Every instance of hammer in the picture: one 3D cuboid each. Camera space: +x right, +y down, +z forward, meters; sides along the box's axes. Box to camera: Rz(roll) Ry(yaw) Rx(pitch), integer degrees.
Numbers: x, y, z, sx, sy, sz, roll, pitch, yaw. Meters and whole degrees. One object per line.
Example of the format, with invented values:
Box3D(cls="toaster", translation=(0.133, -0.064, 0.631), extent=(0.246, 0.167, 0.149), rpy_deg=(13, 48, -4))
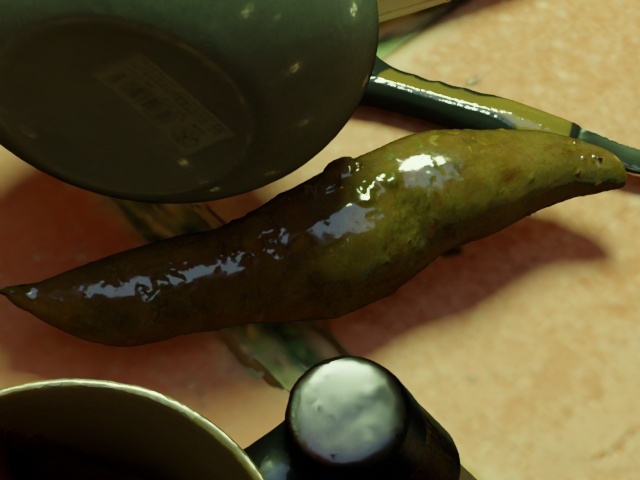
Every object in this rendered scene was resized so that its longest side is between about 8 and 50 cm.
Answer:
Box3D(cls="hammer", translation=(0.106, -0.044, 0.813), extent=(0.201, 0.021, 0.078), rpy_deg=(16, 60, 4))

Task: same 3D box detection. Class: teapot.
Box3D(cls="teapot", translation=(-0.059, -0.147, 0.738), extent=(0.183, 0.183, 0.251), rpy_deg=(9, 54, 0))

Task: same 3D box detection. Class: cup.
Box3D(cls="cup", translation=(-0.067, 0.117, 0.616), extent=(0.166, 0.177, 0.239), rpy_deg=(27, 61, 10))

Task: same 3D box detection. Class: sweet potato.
Box3D(cls="sweet potato", translation=(0.000, 0.000, 0.753), extent=(0.274, 0.067, 0.067), rpy_deg=(-16, 63, -12))

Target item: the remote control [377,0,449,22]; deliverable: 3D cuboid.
Box3D(cls="remote control", translation=(0.080, -0.173, 0.868), extent=(0.230, 0.049, 0.090), rpy_deg=(-23, 67, -19))
